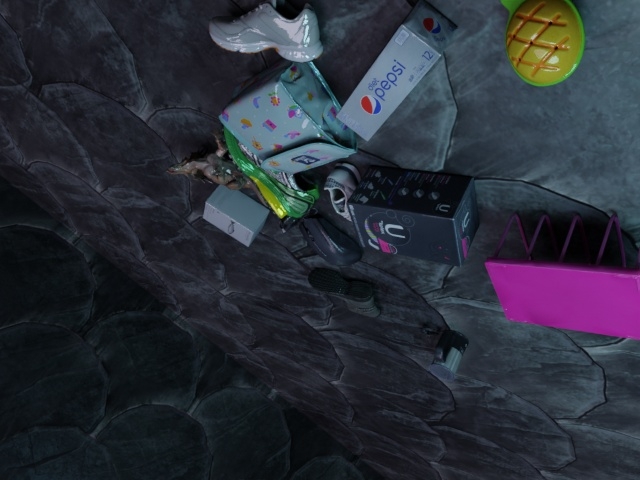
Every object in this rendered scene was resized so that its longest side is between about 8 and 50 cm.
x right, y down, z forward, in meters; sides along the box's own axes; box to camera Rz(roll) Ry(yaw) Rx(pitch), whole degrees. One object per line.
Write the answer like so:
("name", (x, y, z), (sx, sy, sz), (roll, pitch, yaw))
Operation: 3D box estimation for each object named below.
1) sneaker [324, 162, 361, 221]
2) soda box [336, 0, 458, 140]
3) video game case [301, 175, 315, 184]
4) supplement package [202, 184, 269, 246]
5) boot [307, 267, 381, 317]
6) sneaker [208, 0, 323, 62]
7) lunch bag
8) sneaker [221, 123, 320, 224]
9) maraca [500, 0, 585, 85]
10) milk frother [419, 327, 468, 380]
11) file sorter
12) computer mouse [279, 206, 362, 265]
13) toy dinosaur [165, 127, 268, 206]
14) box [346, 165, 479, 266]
("sneaker", (0.083, -0.090, 1.469), (0.090, 0.095, 0.235), (-4, 134, 42))
("soda box", (0.140, -0.324, 1.097), (0.091, 0.098, 0.286), (36, 149, -6))
("video game case", (-0.070, -0.151, 1.600), (0.087, 0.011, 0.122), (33, 148, -1))
("supplement package", (-0.270, -0.084, 1.777), (0.179, 0.105, 0.105), (32, 148, 1))
("boot", (0.078, 0.189, 1.868), (0.246, 0.083, 0.161), (17, 151, 26))
("sneaker", (-0.117, -0.459, 1.163), (0.262, 0.099, 0.121), (14, 136, 16))
("lunch bag", (-0.065, -0.268, 1.296), (0.223, 0.160, 0.262), (-14, 129, 40))
("sneaker", (-0.131, -0.218, 1.490), (0.146, 0.134, 0.344), (-35, 105, 18))
("maraca", (0.352, -0.342, 0.893), (0.127, 0.099, 0.186), (-8, 104, 44))
("milk frother", (0.372, 0.349, 1.764), (0.143, 0.135, 0.129), (-11, 126, 49))
("file sorter", (0.540, 0.059, 1.180), (0.290, 0.182, 0.202), (4, 139, 40))
("computer mouse", (0.000, 0.000, 1.673), (0.272, 0.072, 0.188), (36, 150, -8))
("toy dinosaur", (-0.279, -0.197, 1.630), (0.295, 0.127, 0.200), (29, 158, -17))
("box", (0.222, -0.062, 1.335), (0.270, 0.143, 0.165), (11, 142, 31))
